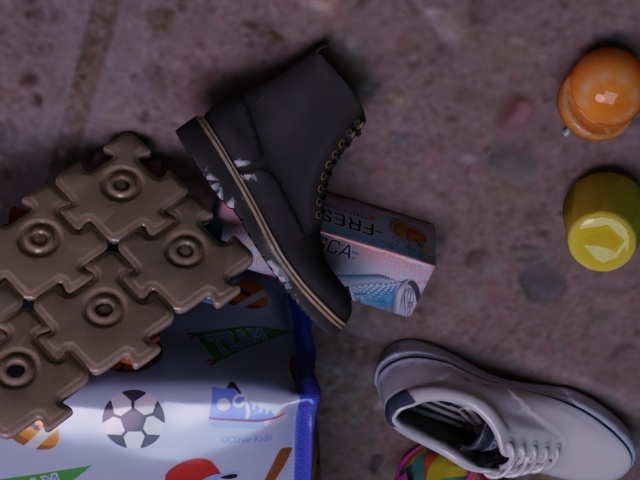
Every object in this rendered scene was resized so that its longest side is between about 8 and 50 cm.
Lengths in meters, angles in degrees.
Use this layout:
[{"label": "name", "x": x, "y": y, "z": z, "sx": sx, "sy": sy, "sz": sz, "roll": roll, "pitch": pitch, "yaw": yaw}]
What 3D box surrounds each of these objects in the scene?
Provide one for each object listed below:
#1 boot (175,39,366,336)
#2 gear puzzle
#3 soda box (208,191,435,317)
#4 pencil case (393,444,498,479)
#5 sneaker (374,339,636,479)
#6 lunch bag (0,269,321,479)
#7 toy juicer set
[{"label": "boot", "x": 0.001, "y": -0.039, "z": 1.073, "sx": 0.137, "sy": 0.077, "sz": 0.198, "roll": -35, "pitch": 105, "yaw": -3}, {"label": "gear puzzle", "x": -0.220, "y": 0.064, "z": 1.051, "sx": 0.175, "sy": 0.339, "sz": 0.044, "roll": 44, "pitch": 153, "yaw": 20}, {"label": "soda box", "x": 0.000, "y": 0.000, "z": 1.156, "sx": 0.183, "sy": 0.058, "sz": 0.063, "roll": 17, "pitch": 126, "yaw": -9}, {"label": "pencil case", "x": 0.153, "y": 0.295, "z": 1.349, "sx": 0.104, "sy": 0.104, "sz": 0.236, "roll": -21, "pitch": 122, "yaw": 19}, {"label": "sneaker", "x": 0.165, "y": 0.176, "z": 1.259, "sx": 0.258, "sy": 0.091, "sz": 0.094, "roll": 19, "pitch": 126, "yaw": -11}, {"label": "lunch bag", "x": -0.163, "y": 0.216, "z": 1.223, "sx": 0.328, "sy": 0.239, "sz": 0.385, "roll": 1, "pitch": 122, "yaw": 1}, {"label": "toy juicer set", "x": 0.334, "y": -0.092, "z": 1.055, "sx": 0.329, "sy": 0.089, "sz": 0.209, "roll": -6, "pitch": 114, "yaw": 18}]
